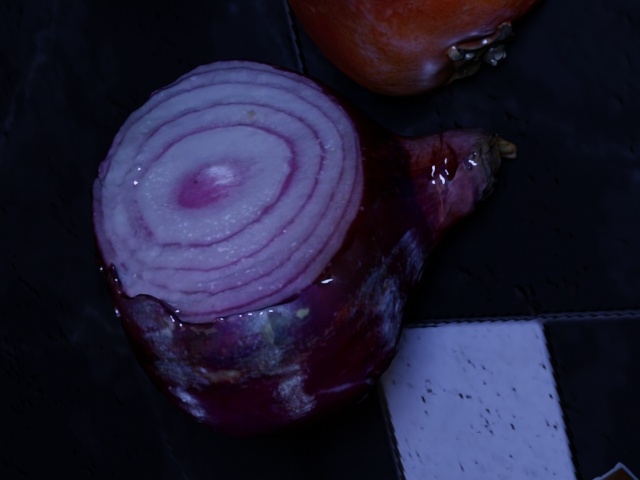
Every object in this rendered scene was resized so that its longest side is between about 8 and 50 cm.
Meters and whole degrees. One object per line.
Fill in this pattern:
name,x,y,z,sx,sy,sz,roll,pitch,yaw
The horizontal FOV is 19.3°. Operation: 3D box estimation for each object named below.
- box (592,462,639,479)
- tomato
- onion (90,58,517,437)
box,0.180,0.210,0.935,0.177,0.036,0.115,46,132,21
tomato,0.029,-0.137,0.904,0.159,0.091,0.139,-37,76,47
onion,0.000,0.000,0.959,0.195,0.218,0.140,-103,-7,-50
